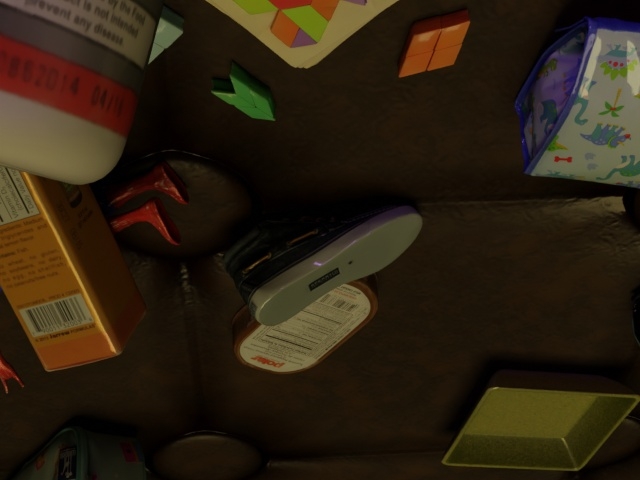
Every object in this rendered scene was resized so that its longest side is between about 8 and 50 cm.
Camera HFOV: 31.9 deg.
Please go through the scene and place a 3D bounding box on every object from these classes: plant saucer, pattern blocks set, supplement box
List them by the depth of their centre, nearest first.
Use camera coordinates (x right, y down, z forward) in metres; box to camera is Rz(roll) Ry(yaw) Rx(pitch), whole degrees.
[{"bbox_3d":[0.005,-0.202,0.804,0.285,0.026,0.325,21,136,-29],"label":"pattern blocks set"},{"bbox_3d":[-0.227,-0.014,0.901,0.080,0.078,0.233,-13,112,17],"label":"supplement box"},{"bbox_3d":[0.256,0.210,1.338,0.188,0.045,0.188,5,141,-12],"label":"plant saucer"}]

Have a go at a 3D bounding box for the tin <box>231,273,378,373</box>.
[{"bbox_3d":[-0.018,0.079,1.153,0.106,0.040,0.190,23,134,-25],"label":"tin"}]

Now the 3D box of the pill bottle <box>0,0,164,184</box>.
[{"bbox_3d":[-0.140,-0.221,0.462,0.210,0.363,0.210,15,179,0],"label":"pill bottle"}]

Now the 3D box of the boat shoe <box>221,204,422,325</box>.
[{"bbox_3d":[0.000,0.000,1.038,0.183,0.083,0.065,-28,144,-13],"label":"boat shoe"}]

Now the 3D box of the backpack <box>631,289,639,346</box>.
[{"bbox_3d":[0.409,0.108,1.109,0.144,0.188,0.166,5,140,-13],"label":"backpack"}]

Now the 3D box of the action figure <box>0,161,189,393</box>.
[{"bbox_3d":[-0.238,0.040,1.024,0.280,0.091,0.139,-17,124,16],"label":"action figure"}]

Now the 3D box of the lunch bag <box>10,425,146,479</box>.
[{"bbox_3d":[-0.308,0.363,1.329,0.108,0.224,0.279,21,136,-29],"label":"lunch bag"}]

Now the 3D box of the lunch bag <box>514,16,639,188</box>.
[{"bbox_3d":[0.239,-0.117,0.881,0.129,0.096,0.151,4,151,-11],"label":"lunch bag"}]
